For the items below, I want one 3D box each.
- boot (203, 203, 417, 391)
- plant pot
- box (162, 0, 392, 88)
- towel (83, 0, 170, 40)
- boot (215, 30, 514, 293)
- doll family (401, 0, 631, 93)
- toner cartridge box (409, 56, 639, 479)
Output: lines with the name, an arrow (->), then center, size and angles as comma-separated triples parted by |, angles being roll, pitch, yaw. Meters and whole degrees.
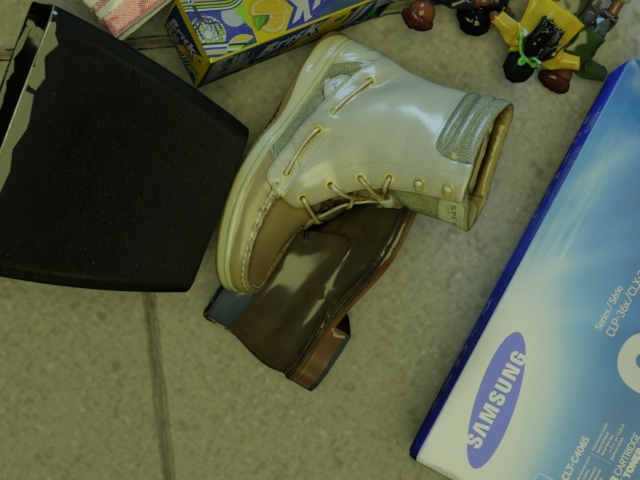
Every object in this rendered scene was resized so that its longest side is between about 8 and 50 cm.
boot -> 0.000, 0.000, 1.169 | 0.106, 0.082, 0.219 | 28, 95, -8
plant pot -> -0.160, -0.056, 1.114 | 0.167, 0.188, 0.187 | 20, 94, -18
box -> -0.027, -0.175, 1.131 | 0.169, 0.054, 0.059 | -24, 84, -23
towel -> -0.151, -0.249, 1.057 | 0.144, 0.029, 0.197 | -34, 119, 15
boot -> 0.032, -0.036, 1.107 | 0.165, 0.077, 0.213 | 24, 78, 20
doll family -> 0.145, -0.180, 1.168 | 0.193, 0.076, 0.111 | 32, 97, -1
toner cartridge box -> 0.221, 0.052, 1.164 | 0.165, 0.075, 0.348 | 28, 86, 1
